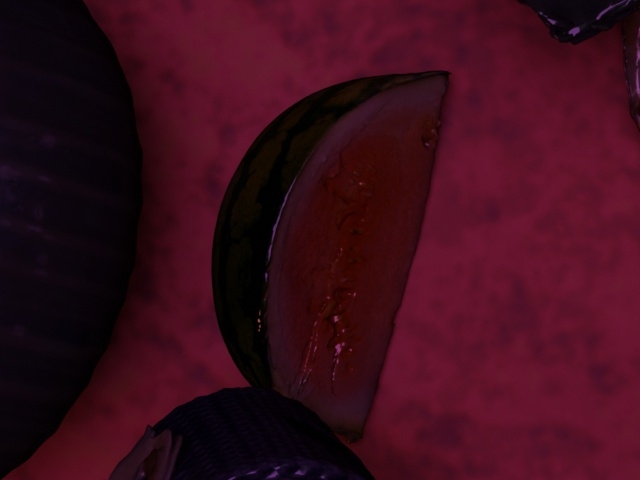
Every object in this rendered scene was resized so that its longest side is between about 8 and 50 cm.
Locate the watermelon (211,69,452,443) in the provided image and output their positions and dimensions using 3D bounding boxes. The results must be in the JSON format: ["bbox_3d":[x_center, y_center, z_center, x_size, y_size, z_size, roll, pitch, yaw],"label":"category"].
[{"bbox_3d":[-0.008,-0.002,0.765,0.087,0.069,0.163,13,91,12],"label":"watermelon"}]

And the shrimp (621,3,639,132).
[{"bbox_3d":[0.186,-0.078,0.751,0.132,0.052,0.187,15,84,28],"label":"shrimp"}]

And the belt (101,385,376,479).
[{"bbox_3d":[-0.050,0.175,0.732,0.140,0.126,0.230,19,97,-18],"label":"belt"}]

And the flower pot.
[{"bbox_3d":[-0.169,-0.006,0.751,0.189,0.157,0.243,16,91,12],"label":"flower pot"}]

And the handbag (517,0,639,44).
[{"bbox_3d":[0.130,-0.231,0.662,0.260,0.079,0.247,-29,114,6],"label":"handbag"}]
